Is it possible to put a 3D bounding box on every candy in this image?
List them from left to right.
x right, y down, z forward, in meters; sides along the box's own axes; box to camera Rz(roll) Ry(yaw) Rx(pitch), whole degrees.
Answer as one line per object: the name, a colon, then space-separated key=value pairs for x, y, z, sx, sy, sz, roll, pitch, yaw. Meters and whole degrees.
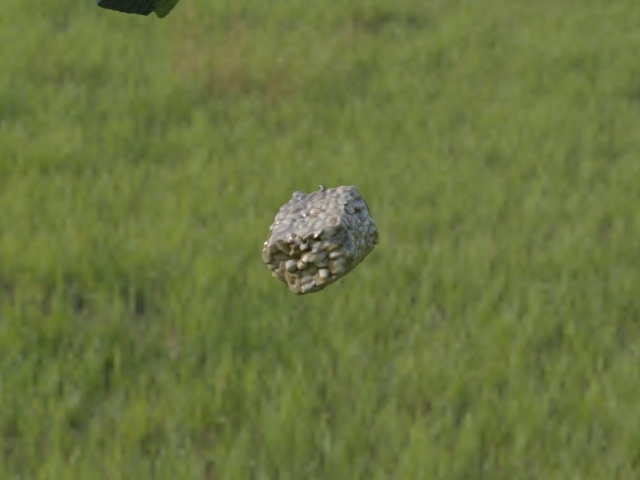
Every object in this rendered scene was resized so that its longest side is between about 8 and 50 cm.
candy: x=0.000 y=0.000 z=1.638 sx=0.095 sy=0.085 sz=0.110 roll=-22 pitch=17 yaw=21

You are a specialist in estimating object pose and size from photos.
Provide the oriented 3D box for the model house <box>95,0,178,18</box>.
model house: x=-0.221 y=-0.387 z=2.162 sx=0.189 sy=0.214 sz=0.195 roll=43 pitch=36 yaw=2
